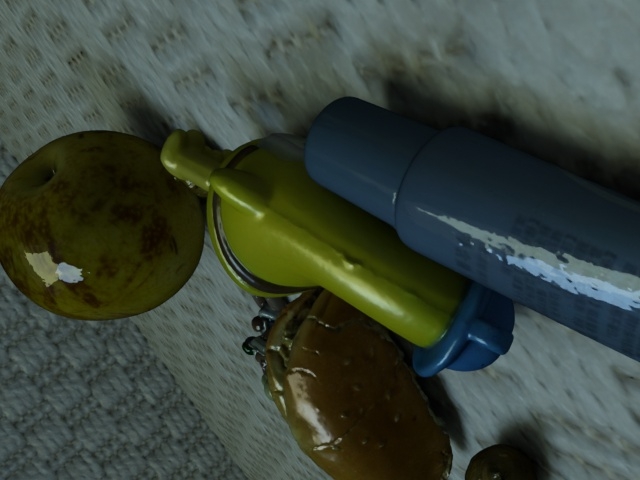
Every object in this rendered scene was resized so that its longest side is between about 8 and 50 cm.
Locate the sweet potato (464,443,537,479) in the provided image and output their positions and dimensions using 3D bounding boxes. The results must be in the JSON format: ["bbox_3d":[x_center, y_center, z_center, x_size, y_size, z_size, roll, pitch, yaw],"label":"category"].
[{"bbox_3d":[0.190,0.261,0.744,0.075,0.075,0.269,34,163,36],"label":"sweet potato"}]

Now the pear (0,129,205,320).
[{"bbox_3d":[-0.296,-0.018,0.991,0.281,0.281,0.280,42,156,23],"label":"pear"}]

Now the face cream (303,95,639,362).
[{"bbox_3d":[0.148,0.008,0.417,0.385,0.086,0.135,30,160,33],"label":"face cream"}]

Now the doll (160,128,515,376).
[{"bbox_3d":[0.000,0.000,0.591,0.363,0.145,0.199,30,-175,37],"label":"doll"}]

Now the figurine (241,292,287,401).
[{"bbox_3d":[-0.064,0.147,1.024,0.147,0.093,0.197,2,127,49],"label":"figurine"}]

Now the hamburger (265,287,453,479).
[{"bbox_3d":[0.039,0.185,0.800,0.283,0.157,0.144,59,157,-12],"label":"hamburger"}]

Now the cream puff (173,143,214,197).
[{"bbox_3d":[-0.150,-0.087,0.873,0.083,0.058,0.083,53,160,-8],"label":"cream puff"}]
